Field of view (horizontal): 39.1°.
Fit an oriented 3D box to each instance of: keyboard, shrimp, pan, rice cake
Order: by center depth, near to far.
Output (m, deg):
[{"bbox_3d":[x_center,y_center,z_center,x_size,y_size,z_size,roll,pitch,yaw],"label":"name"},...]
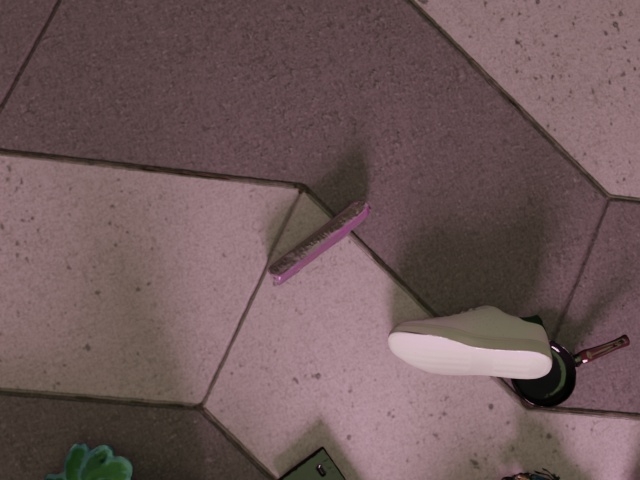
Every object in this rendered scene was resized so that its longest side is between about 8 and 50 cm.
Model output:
[{"bbox_3d":[0.059,0.483,1.436,0.106,0.027,0.317,-34,88,-8],"label":"keyboard"},{"bbox_3d":[0.370,0.426,1.482,0.174,0.076,0.082,35,119,-7],"label":"shrimp"},{"bbox_3d":[0.000,0.000,1.486,0.206,0.047,0.036,-37,83,-12],"label":"rice cake"},{"bbox_3d":[0.419,0.204,1.521,0.212,0.040,0.115,-22,85,-4],"label":"pan"}]

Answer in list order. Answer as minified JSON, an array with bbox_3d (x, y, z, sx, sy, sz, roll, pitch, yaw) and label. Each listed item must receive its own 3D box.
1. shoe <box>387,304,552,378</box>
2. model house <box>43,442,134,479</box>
[{"bbox_3d":[0.248,0.158,1.489,0.264,0.095,0.110,9,43,8],"label":"shoe"},{"bbox_3d":[-0.340,0.476,1.275,0.312,0.242,0.358,14,82,-4],"label":"model house"}]
